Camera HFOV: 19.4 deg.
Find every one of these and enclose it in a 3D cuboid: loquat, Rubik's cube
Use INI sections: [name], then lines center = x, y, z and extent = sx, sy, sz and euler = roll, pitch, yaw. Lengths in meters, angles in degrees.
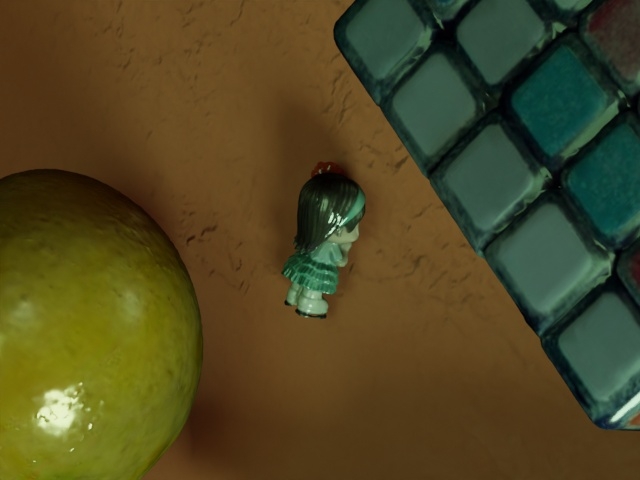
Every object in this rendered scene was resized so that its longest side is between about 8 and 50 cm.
[loquat]
center = -0.212, 0.076, 1.330
extent = 0.263, 0.263, 0.263
euler = -2, 87, 34
[Rubik's cube]
center = 0.238, -0.089, 1.003
extent = 0.287, 0.293, 0.292
euler = -46, 60, 25

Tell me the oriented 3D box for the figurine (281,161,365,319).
[figurine]
center = 0.000, 0.000, 1.323
extent = 0.060, 0.047, 0.106
euler = -126, 49, -64
